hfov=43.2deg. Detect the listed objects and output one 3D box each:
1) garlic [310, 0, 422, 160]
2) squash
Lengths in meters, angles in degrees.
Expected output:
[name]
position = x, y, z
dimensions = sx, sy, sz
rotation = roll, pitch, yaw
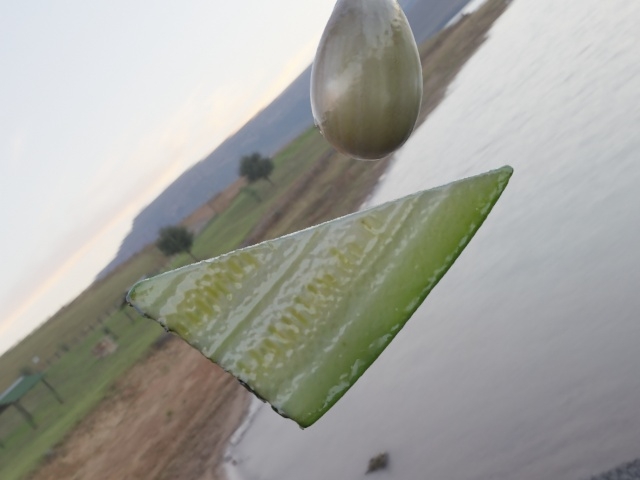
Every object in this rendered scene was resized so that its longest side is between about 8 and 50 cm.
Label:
[garlic]
position = 0.060, -0.225, 1.077
dimensions = 0.146, 0.244, 0.164
rotation = 0, 14, 1
[squash]
position = 0.000, 0.000, 0.720
dimensions = 0.288, 0.203, 0.111
rotation = -54, 1, -5
